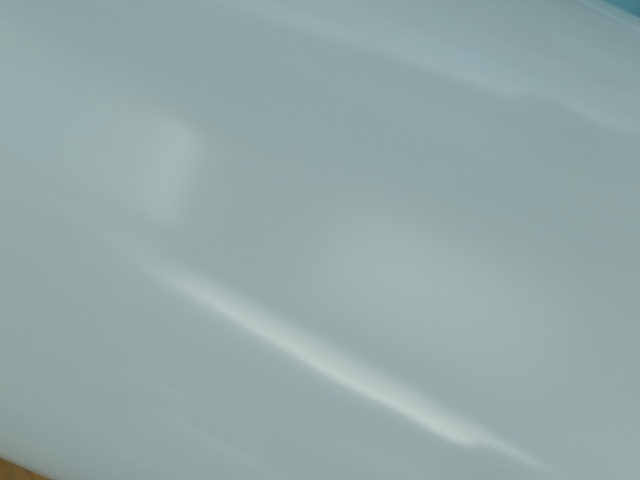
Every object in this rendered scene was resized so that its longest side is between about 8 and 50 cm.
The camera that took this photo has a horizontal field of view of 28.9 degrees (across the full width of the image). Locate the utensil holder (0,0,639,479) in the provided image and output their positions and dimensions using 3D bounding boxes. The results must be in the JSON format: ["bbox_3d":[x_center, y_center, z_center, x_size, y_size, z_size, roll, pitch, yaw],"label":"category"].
[{"bbox_3d":[0.000,0.000,0.604,0.327,0.385,0.328,-158,-90,-82],"label":"utensil holder"}]
